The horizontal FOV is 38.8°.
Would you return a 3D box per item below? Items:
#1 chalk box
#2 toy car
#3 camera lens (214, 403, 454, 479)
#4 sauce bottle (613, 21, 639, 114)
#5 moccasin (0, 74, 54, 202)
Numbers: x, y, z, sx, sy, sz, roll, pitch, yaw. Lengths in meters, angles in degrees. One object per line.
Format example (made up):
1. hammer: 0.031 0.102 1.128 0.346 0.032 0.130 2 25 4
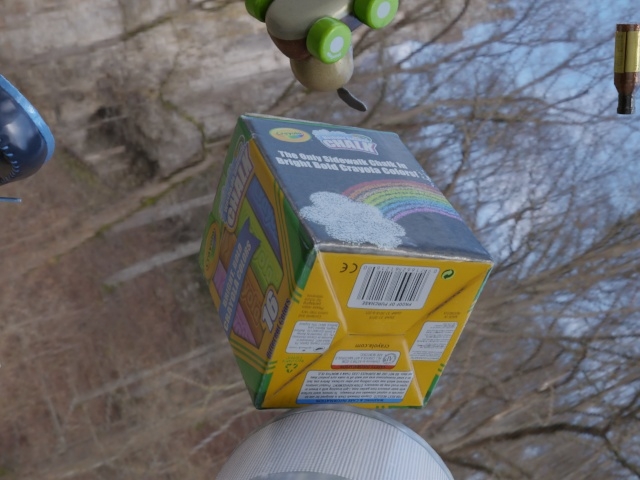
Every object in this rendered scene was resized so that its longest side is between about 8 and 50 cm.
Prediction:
1. chalk box: 0.000 0.000 0.870 0.289 0.180 0.179 -119 -139 -50
2. toy car: 0.014 -0.249 1.162 0.155 0.149 0.188 41 -18 35
3. camera lens: -0.002 0.260 0.672 0.274 0.220 0.219 -47 124 -77
4. sauce bottle: 0.433 -0.242 1.280 0.042 0.042 0.128 24 -59 52
5. moccasin: -0.359 -0.073 0.827 0.342 0.117 0.137 -2 -53 49
